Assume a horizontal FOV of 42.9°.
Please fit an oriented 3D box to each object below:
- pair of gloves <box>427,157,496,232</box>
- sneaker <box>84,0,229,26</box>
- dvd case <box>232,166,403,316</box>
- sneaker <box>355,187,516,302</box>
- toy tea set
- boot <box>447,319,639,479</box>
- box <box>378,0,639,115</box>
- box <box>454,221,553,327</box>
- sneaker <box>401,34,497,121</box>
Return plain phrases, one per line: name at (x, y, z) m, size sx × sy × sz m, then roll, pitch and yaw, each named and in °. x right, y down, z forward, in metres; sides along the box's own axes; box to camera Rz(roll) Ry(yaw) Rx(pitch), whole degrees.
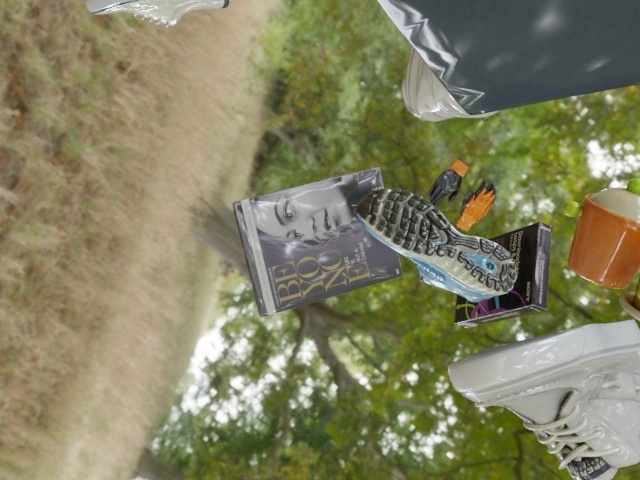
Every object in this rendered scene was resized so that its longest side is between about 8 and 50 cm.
pair of gloves at (0.181, -0.056, 1.039) m, size 0.074 × 0.083 × 0.010 m, roll -52°, pitch -163°, yaw 10°
sneaker at (-0.280, -0.410, 1.400) m, size 0.258 × 0.091 × 0.094 m, roll -6°, pitch -149°, yaw 17°
dvd case at (0.000, 0.000, 1.151) m, size 0.221 × 0.165 × 0.018 m, roll -15°, pitch -174°, yaw -17°
sneaker at (0.100, 0.014, 0.773) m, size 0.063 × 0.162 × 0.073 m, roll -58°, pitch -178°, yaw -34°
toy tea set at (0.445, 0.012, 0.952) m, size 0.200 × 0.336 × 0.124 m, roll 42°, pitch -57°, yaw 49°
boot at (0.199, 0.133, 0.636) m, size 0.095 × 0.123 × 0.258 m, roll -22°, pitch 165°, yaw 41°
box at (0.184, -0.299, 0.394) m, size 0.293 × 0.212 × 0.396 m, roll -5°, pitch -120°, yaw 35°
box at (0.244, 0.049, 1.099) m, size 0.162 × 0.029 × 0.116 m, roll -25°, pitch -129°, yaw 57°
sneaker at (0.118, -0.202, 0.680) m, size 0.115 × 0.090 × 0.232 m, roll -8°, pitch -124°, yaw 60°
